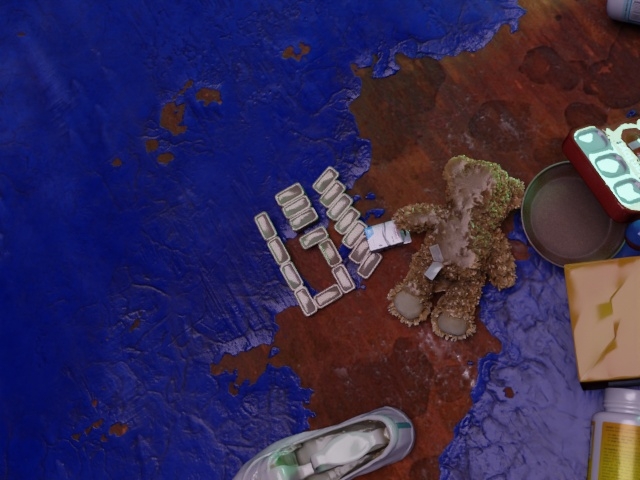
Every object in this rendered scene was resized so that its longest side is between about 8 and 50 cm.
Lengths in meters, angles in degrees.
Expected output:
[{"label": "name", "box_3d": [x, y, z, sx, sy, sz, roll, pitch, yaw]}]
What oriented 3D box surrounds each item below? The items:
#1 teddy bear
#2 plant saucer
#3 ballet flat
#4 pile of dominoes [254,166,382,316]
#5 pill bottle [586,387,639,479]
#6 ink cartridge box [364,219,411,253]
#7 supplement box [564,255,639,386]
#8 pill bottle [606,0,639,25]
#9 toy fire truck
[{"label": "teddy bear", "box_3d": [0.251, 0.017, 1.603, 0.245, 0.113, 0.338, 3, 83, 22]}, {"label": "plant saucer", "box_3d": [0.454, -0.043, 1.556, 0.199, 0.036, 0.198, 0, 82, -3]}, {"label": "ballet flat", "box_3d": [-0.021, 0.406, 1.566, 0.400, 0.139, 0.139, -27, 69, 10]}, {"label": "pile of dominoes", "box_3d": [0.000, 0.000, 1.729, 0.196, 0.040, 0.251, -29, 77, 4]}, {"label": "pill bottle", "box_3d": [0.501, 0.354, 1.417, 0.117, 0.117, 0.215, 4, 77, 19]}, {"label": "ink cartridge box", "box_3d": [0.131, -0.010, 1.673, 0.083, 0.028, 0.048, -16, 76, 1]}, {"label": "supplement box", "box_3d": [0.485, 0.143, 1.436, 0.129, 0.194, 0.191, -8, 74, 16]}, {"label": "pill bottle", "box_3d": [0.667, -0.446, 1.561, 0.264, 0.146, 0.146, 20, 82, 21]}, {"label": "toy fire truck", "box_3d": [0.566, -0.080, 1.425, 0.254, 0.169, 0.302, -17, 65, -22]}]
